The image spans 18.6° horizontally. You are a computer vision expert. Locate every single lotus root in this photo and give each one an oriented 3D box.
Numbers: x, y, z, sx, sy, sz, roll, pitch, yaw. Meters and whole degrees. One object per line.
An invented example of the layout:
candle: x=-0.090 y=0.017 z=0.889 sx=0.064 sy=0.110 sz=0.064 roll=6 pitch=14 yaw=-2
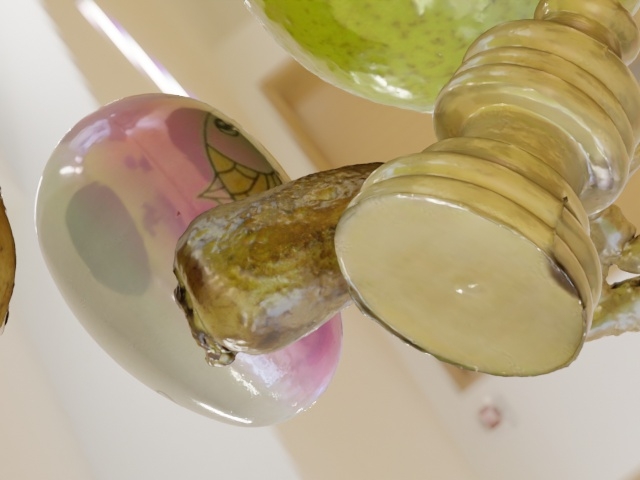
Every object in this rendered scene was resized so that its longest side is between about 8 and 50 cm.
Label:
lotus root: x=0.000 y=0.000 z=1.173 sx=0.094 sy=0.191 sz=0.108 roll=62 pitch=180 yaw=-36

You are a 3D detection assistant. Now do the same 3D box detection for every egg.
egg: x=-0.094 y=0.017 z=1.456 sx=0.271 sy=0.196 sz=0.196 roll=56 pitch=-173 yaw=-2

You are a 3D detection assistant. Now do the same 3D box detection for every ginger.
ginger: x=0.320 y=-0.002 z=2.128 sx=0.149 sy=0.258 sz=0.065 roll=11 pitch=-156 yaw=-9

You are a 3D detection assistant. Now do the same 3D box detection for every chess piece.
chess piece: x=0.123 y=-0.064 z=1.171 sx=0.307 sy=0.139 sz=0.124 roll=-62 pitch=-30 yaw=-48

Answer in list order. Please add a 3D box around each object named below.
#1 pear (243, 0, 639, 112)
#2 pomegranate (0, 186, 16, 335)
pear: x=0.075 y=-0.281 z=1.450 sx=0.391 sy=0.391 sz=0.391 roll=50 pitch=-173 yaw=-9
pomegranate: x=-0.335 y=0.012 z=1.261 sx=0.281 sy=0.281 sz=0.281 roll=50 pitch=-173 yaw=-9
